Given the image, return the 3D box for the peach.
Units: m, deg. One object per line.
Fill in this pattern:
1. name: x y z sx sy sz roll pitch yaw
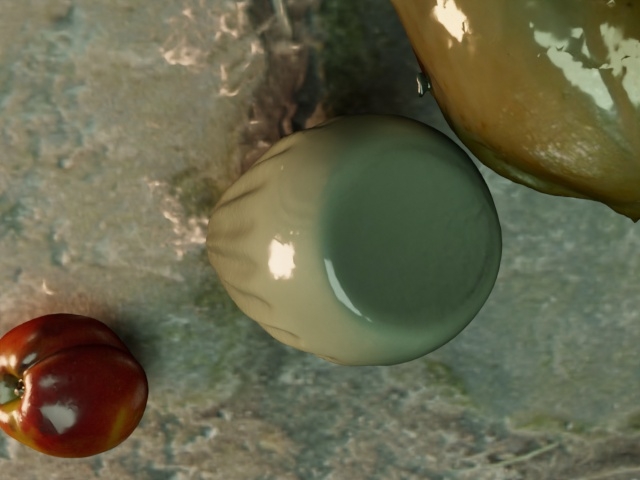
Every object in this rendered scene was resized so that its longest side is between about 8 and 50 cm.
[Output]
1. peach: -0.162 0.094 0.905 0.100 0.101 0.101 1 120 2

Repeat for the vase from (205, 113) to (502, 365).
1. vase: 0.000 0.000 0.762 0.128 0.248 0.128 0 90 -20

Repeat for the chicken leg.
1. chicken leg: 0.070 -0.201 0.645 0.152 0.201 0.429 -28 91 -18
